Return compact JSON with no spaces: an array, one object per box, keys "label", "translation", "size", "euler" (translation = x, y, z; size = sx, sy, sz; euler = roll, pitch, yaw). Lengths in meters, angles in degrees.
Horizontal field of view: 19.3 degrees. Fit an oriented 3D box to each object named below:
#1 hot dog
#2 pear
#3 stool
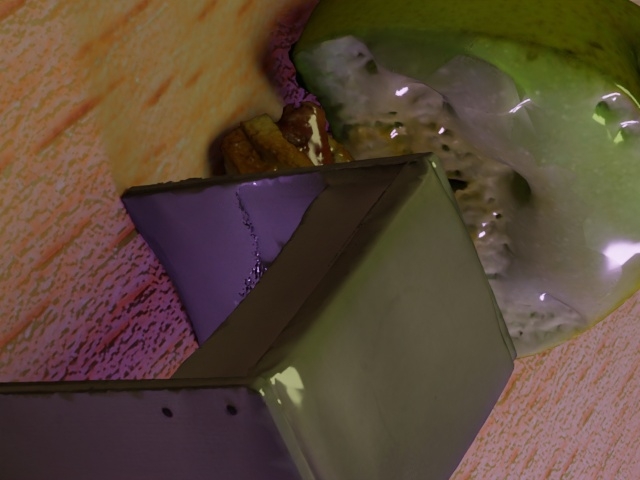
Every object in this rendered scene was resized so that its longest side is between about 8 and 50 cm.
[{"label":"hot dog","translation":[0.000,0.000,1.430],"size":[0.146,0.103,0.213],"euler":[-22,102,-54]},{"label":"pear","translation":[0.186,-0.089,1.510],"size":[0.342,0.318,0.238],"euler":[65,35,-31]},{"label":"stool","translation":[-0.051,0.086,1.208],"size":[0.244,0.269,0.170],"euler":[-51,126,-44]}]
